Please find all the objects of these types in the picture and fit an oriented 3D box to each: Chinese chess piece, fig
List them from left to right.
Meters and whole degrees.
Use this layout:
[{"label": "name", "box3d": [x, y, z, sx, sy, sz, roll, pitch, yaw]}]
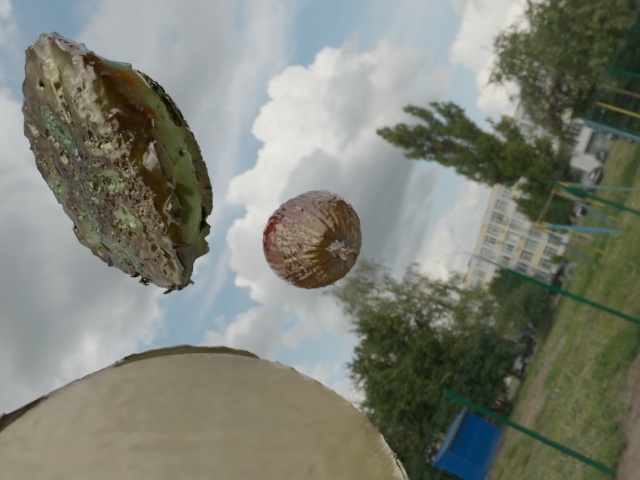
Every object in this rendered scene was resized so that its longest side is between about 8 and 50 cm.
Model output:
[{"label": "Chinese chess piece", "box3d": [-0.068, 0.164, 0.301, 0.250, 0.249, 0.103, -47, -35, -44]}, {"label": "fig", "box3d": [-0.012, -0.001, 0.718, 0.153, 0.119, 0.119, -9, -58, -83]}]

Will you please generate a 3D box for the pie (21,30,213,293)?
[{"label": "pie", "box3d": [-0.268, -0.095, 0.845, 0.103, 0.288, 0.355, -36, -74, -41]}]
